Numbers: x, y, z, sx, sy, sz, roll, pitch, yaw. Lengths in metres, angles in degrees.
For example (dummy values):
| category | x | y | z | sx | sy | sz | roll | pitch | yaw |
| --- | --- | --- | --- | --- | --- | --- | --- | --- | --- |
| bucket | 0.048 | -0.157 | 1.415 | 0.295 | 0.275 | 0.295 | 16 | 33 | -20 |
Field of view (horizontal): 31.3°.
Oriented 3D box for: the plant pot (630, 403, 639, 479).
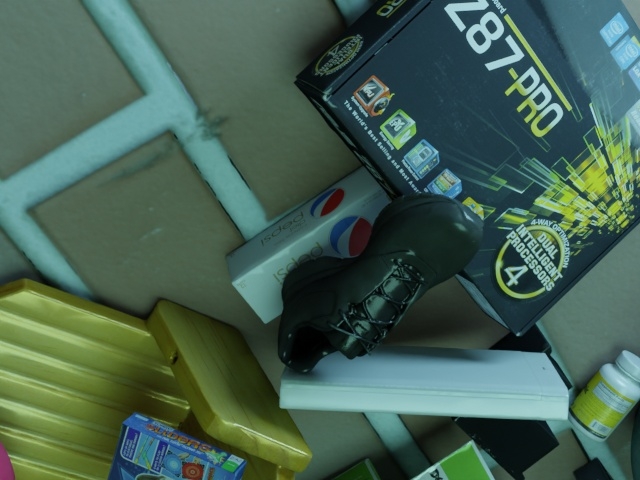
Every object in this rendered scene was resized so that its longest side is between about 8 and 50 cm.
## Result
| category | x | y | z | sx | sy | sz | roll | pitch | yaw |
| --- | --- | --- | --- | --- | --- | --- | --- | --- | --- |
| plant pot | 0.537 | 0.248 | 1.458 | 0.247 | 0.252 | 0.248 | 9 | 115 | -17 |

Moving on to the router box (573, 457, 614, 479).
| category | x | y | z | sx | sy | sz | roll | pitch | yaw |
| --- | --- | --- | --- | --- | --- | --- | --- | --- | --- |
| router box | 0.420 | 0.402 | 1.559 | 0.046 | 0.179 | 0.133 | -34 | 119 | 10 |

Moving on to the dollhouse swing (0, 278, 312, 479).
| category | x | y | z | sx | sy | sz | roll | pitch | yaw |
| --- | --- | --- | --- | --- | --- | --- | --- | --- | --- |
| dollhouse swing | -0.260 | 0.263 | 1.296 | 0.305 | 0.315 | 0.347 | 16 | 115 | -39 |

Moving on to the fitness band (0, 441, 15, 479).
| category | x | y | z | sx | sy | sz | roll | pitch | yaw |
| --- | --- | --- | --- | --- | --- | --- | --- | --- | --- |
| fitness band | -0.484 | 0.273 | 1.307 | 0.291 | 0.054 | 0.209 | -17 | 97 | 21 |

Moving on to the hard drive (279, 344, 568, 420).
| category | x | y | z | sx | sy | sz | roll | pitch | yaw |
| --- | --- | --- | --- | --- | --- | --- | --- | --- | --- |
| hard drive | 0.115 | 0.159 | 1.316 | 0.308 | 0.203 | 0.040 | 3 | 97 | 3 |

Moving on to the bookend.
| category | x | y | z | sx | sy | sz | roll | pitch | yaw |
| --- | --- | --- | --- | --- | --- | --- | --- | --- | --- |
| bookend | 0.265 | 0.209 | 1.485 | 0.157 | 0.072 | 0.156 | -41 | 118 | 10 |

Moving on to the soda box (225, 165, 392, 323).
| category | x | y | z | sx | sy | sz | roll | pitch | yaw |
| --- | --- | --- | --- | --- | --- | --- | --- | --- | --- |
| soda box | 0.000 | 0.000 | 1.320 | 0.216 | 0.069 | 0.074 | -34 | 119 | 7 |

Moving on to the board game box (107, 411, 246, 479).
| category | x | y | z | sx | sy | sz | roll | pitch | yaw |
| --- | --- | --- | --- | --- | --- | --- | --- | --- | --- |
| board game box | -0.172 | 0.302 | 1.228 | 0.136 | 0.035 | 0.201 | 22 | 108 | 11 |

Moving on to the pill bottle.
| category | x | y | z | sx | sy | sz | roll | pitch | yaw |
| --- | --- | --- | --- | --- | --- | --- | --- | --- | --- |
| pill bottle | 0.384 | 0.205 | 1.511 | 0.065 | 0.065 | 0.116 | 27 | 110 | -23 |

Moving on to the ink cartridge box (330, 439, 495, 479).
| category | x | y | z | sx | sy | sz | roll | pitch | yaw |
| --- | --- | --- | --- | --- | --- | --- | --- | --- | --- |
| ink cartridge box | 0.115 | 0.377 | 1.516 | 0.255 | 0.097 | 0.189 | -31 | 113 | -3 |

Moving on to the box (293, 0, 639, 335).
| category | x | y | z | sx | sy | sz | roll | pitch | yaw |
| --- | --- | --- | --- | --- | --- | --- | --- | --- | --- |
| box | 0.210 | -0.133 | 1.245 | 0.318 | 0.097 | 0.395 | -43 | 119 | -5 |

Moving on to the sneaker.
| category | x | y | z | sx | sy | sz | roll | pitch | yaw |
| --- | --- | --- | --- | --- | --- | --- | --- | --- | --- |
| sneaker | 0.060 | 0.056 | 1.196 | 0.109 | 0.130 | 0.286 | 36 | 132 | -19 |
